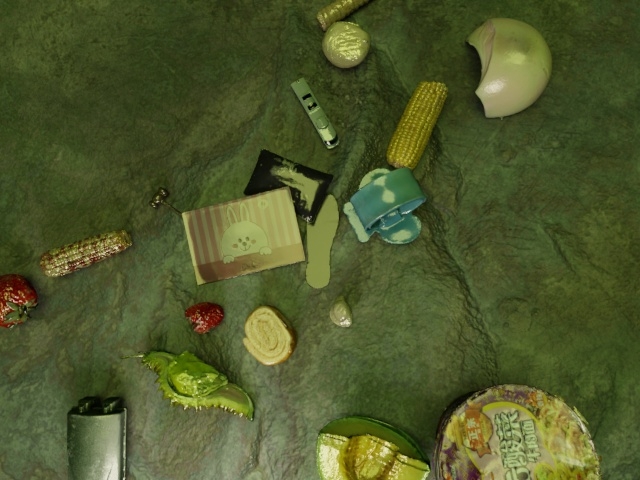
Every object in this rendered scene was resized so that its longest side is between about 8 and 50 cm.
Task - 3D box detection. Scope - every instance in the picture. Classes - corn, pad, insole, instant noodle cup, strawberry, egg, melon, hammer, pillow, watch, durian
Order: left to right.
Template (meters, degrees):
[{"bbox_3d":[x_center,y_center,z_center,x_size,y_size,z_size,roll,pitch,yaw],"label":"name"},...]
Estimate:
[{"bbox_3d":[-0.810,0.148,1.441,0.131,0.131,0.148,-43,89,-3],"label":"strawberry"},{"bbox_3d":[-0.617,0.029,1.465,0.237,0.079,0.079,-21,81,0],"label":"corn"},{"bbox_3d":[-0.327,0.351,1.385,0.375,0.106,0.132,27,79,3],"label":"durian"},{"bbox_3d":[-0.329,-0.040,1.484,0.292,0.029,0.058,35,88,7],"label":"hammer"},{"bbox_3d":[-0.294,0.194,1.420,0.096,0.083,0.083,-21,78,-35],"label":"strawberry"},{"bbox_3d":[-0.203,-0.011,1.452,0.299,0.005,0.202,-13,89,7],"label":"pad"},{"bbox_3d":[-0.085,-0.148,1.465,0.208,0.055,0.141,24,90,8],"label":"pillow"},{"bbox_3d":[0.000,0.000,1.462,0.086,0.005,0.253,6,81,6],"label":"insole"},{"bbox_3d":[0.111,0.528,1.324,0.265,0.129,0.169,15,105,3],"label":"melon"},{"bbox_3d":[0.156,-0.090,1.369,0.211,0.193,0.211,-1,79,3],"label":"watch"},{"bbox_3d":[0.248,-0.297,1.444,0.093,0.093,0.244,25,85,7],"label":"corn"},{"bbox_3d":[0.402,0.474,1.231,0.340,0.266,0.340,-1,81,5],"label":"instant noodle cup"},{"bbox_3d":[0.492,-0.464,1.417,0.206,0.162,0.271,-3,82,5],"label":"egg"}]

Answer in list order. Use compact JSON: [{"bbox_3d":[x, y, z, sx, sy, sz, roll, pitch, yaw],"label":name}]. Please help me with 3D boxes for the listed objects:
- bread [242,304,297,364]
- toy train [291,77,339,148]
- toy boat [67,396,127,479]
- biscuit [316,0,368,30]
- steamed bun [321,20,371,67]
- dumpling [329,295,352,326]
[{"bbox_3d":[-0.131,0.240,1.401,0.122,0.073,0.149,-39,81,0],"label":"bread"},{"bbox_3d":[-0.012,-0.340,1.493,0.043,0.047,0.207,-30,79,1],"label":"toy train"},{"bbox_3d":[-0.552,0.553,1.380,0.141,0.092,0.319,0,89,4],"label":"toy boat"},{"bbox_3d":[0.083,-0.657,1.527,0.219,0.061,0.055,-36,59,-1],"label":"biscuit"},{"bbox_3d":[0.069,-0.517,1.491,0.130,0.091,0.112,18,85,8],"label":"steamed bun"},{"bbox_3d":[0.050,0.184,1.414,0.059,0.043,0.077,-28,83,22],"label":"dumpling"}]
